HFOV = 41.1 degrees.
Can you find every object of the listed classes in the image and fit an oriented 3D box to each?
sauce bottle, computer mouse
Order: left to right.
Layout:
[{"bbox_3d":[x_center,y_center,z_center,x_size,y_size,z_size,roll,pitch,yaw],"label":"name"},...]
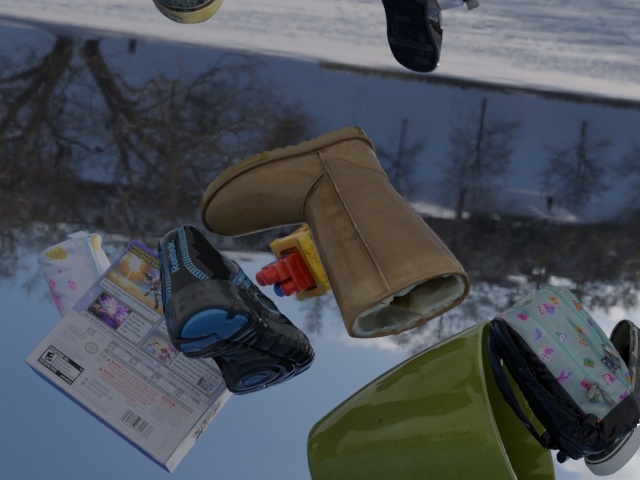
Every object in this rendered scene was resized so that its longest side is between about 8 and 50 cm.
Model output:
[{"bbox_3d":[-0.177,-0.345,1.143,0.111,0.112,0.344,5,-173,-7],"label":"sauce bottle"},{"bbox_3d":[0.177,-0.373,1.347,0.184,0.060,0.262,16,149,34],"label":"computer mouse"}]

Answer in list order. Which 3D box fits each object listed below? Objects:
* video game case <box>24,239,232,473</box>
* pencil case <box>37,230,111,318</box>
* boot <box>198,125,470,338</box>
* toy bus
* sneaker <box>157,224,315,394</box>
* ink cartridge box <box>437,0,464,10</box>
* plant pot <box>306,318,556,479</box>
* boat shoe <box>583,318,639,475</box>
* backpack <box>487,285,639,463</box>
[{"bbox_3d":[-0.249,0.163,1.259,0.269,0.244,0.061,31,157,17],"label":"video game case"},{"bbox_3d":[-0.375,0.125,1.425,0.113,0.273,0.124,-20,173,-25],"label":"pencil case"},{"bbox_3d":[0.000,0.000,0.929,0.236,0.089,0.270,-27,-134,1],"label":"boot"},{"bbox_3d":[0.009,0.022,1.353,0.211,0.150,0.220,-29,-174,-28],"label":"toy bus"},{"bbox_3d":[-0.100,0.094,1.070,0.125,0.140,0.341,-25,152,1],"label":"sneaker"},{"bbox_3d":[0.223,-0.534,1.646,0.104,0.180,0.060,-4,162,31],"label":"ink cartridge box"},{"bbox_3d":[0.139,0.285,1.189,0.293,0.275,0.274,-21,179,21],"label":"plant pot"},{"bbox_3d":[0.373,0.197,1.094,0.077,0.070,0.219,-26,-156,48],"label":"boat shoe"},{"bbox_3d":[0.270,0.145,0.957,0.115,0.182,0.152,-29,162,-17],"label":"backpack"}]
